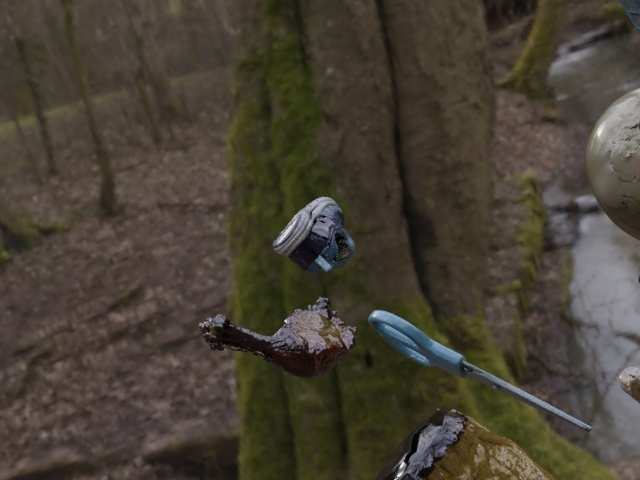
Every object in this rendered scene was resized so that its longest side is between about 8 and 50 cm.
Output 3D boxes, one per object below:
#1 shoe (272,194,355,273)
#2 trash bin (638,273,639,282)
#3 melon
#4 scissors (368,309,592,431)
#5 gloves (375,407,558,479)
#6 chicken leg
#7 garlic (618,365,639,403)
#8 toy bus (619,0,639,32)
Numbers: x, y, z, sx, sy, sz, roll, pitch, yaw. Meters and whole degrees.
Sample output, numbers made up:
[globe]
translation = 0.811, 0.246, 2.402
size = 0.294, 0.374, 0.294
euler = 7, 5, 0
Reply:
[shoe]
translation = 0.000, 0.000, 1.792
size = 0.091, 0.106, 0.207
euler = -49, 0, 18
[trash bin]
translation = 0.540, 0.031, 1.460
size = 0.236, 0.177, 0.101
euler = 27, 14, 21
[melon]
translation = 0.500, -0.101, 1.670
size = 0.223, 0.223, 0.317
euler = -11, -19, 29
[scissors]
translation = 0.284, 0.241, 2.103
size = 0.447, 0.192, 0.029
euler = 24, 75, 29
[gloves]
translation = 0.200, 0.338, 1.267
size = 0.203, 0.356, 0.155
euler = -48, 28, -11
[chicken leg]
translation = -0.034, 0.113, 1.345
size = 0.253, 0.106, 0.051
euler = 2, -53, -55
[garlic]
translation = 0.544, 0.239, 1.909
size = 0.113, 0.074, 0.094
euler = 31, 44, 17
[toy bus]
translation = 0.401, -0.198, 1.003
size = 0.152, 0.190, 0.312
euler = -40, 25, -2
